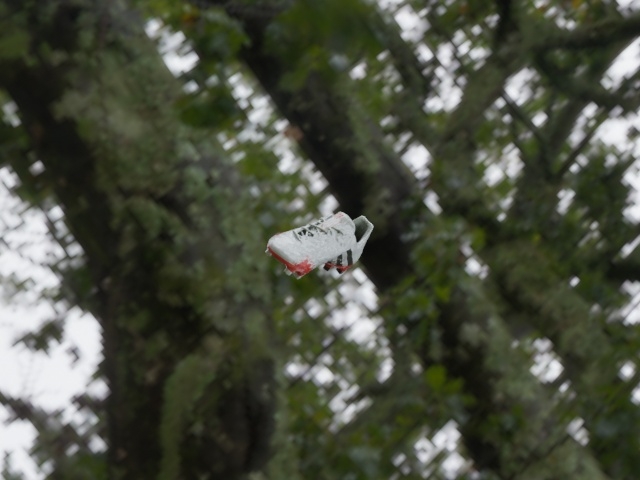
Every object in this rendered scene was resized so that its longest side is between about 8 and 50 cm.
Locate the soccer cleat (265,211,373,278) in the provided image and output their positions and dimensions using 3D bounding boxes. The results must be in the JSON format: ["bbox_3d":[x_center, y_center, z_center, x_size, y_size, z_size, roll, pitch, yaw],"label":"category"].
[{"bbox_3d":[0.000,0.000,0.932,0.029,0.083,0.035,45,-70,24],"label":"soccer cleat"}]
